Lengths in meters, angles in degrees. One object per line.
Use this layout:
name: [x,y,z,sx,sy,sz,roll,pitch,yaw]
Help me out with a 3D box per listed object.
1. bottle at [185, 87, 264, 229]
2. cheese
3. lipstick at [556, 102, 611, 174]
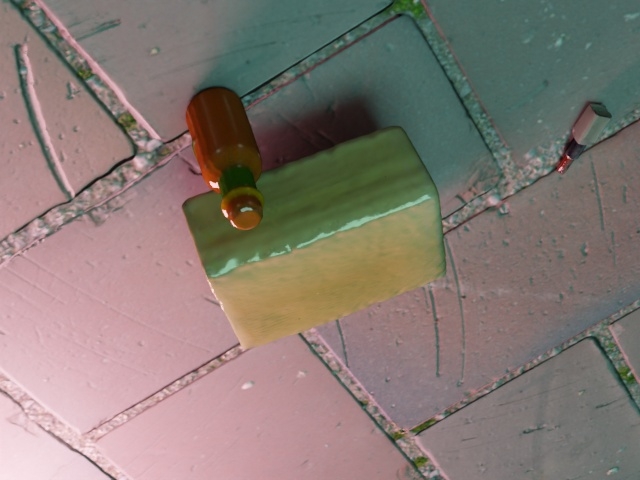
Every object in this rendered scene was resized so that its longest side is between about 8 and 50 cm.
bottle: [-0.096,-0.083,1.427,0.069,0.187,0.069,-9,132,-10]
cheese: [0.000,0.000,1.549,0.266,0.123,0.242,-20,158,-2]
lipstick: [0.319,-0.121,1.665,0.025,0.025,0.107,6,134,-25]
